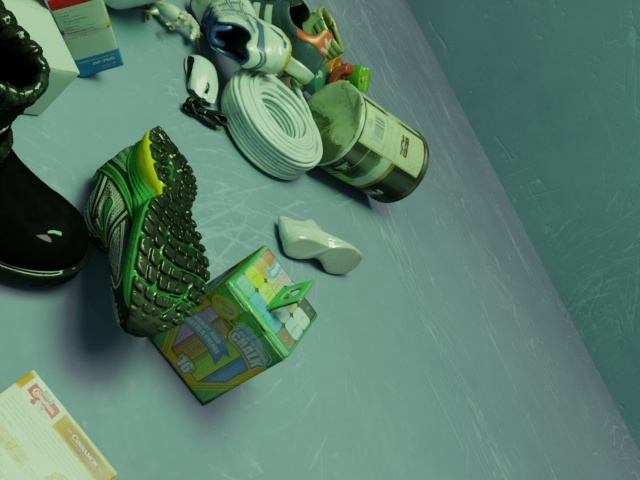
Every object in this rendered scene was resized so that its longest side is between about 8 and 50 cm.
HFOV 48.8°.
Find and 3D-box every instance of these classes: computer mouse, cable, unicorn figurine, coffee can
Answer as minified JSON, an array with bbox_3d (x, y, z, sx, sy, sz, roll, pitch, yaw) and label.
[{"bbox_3d":[-0.232,-0.310,1.403,0.106,0.042,0.193,26,40,-42],"label":"computer mouse"},{"bbox_3d":[-0.104,-0.250,1.497,0.257,0.089,0.257,-5,64,-58],"label":"cable"},{"bbox_3d":[-0.297,-0.450,1.425,0.162,0.060,0.111,43,19,-13],"label":"unicorn figurine"},{"bbox_3d":[0.101,-0.227,1.678,0.275,0.201,0.202,24,41,-46],"label":"coffee can"}]

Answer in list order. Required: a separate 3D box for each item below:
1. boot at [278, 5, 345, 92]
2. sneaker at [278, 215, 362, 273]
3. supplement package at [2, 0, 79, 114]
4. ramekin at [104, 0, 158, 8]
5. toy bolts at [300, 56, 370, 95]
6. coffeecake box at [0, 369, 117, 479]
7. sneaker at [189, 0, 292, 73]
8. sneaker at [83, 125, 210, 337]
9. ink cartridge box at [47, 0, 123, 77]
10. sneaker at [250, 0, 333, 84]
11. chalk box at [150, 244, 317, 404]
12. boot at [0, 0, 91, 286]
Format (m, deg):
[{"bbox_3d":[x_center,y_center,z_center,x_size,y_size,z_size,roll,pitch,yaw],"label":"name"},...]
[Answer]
[{"bbox_3d":[-0.074,-0.506,1.692,0.262,0.203,0.095,61,27,7],"label":"boot"},{"bbox_3d":[0.000,0.000,1.417,0.212,0.080,0.094,24,30,-44],"label":"sneaker"},{"bbox_3d":[-0.435,-0.279,0.974,0.105,0.105,0.179,-7,66,-61],"label":"supplement package"},{"bbox_3d":[-0.358,-0.555,1.268,0.277,0.135,0.278,-17,90,-85],"label":"ramekin"},{"bbox_3d":[0.015,-0.379,1.834,0.228,0.158,0.219,-10,109,-71],"label":"toy bolts"},{"bbox_3d":[-0.306,0.235,0.668,0.142,0.068,0.185,53,28,-5],"label":"coffeecake box"},{"bbox_3d":[-0.193,-0.452,1.477,0.296,0.112,0.131,39,32,28],"label":"sneaker"},{"bbox_3d":[-0.242,-0.001,0.945,0.134,0.146,0.344,51,16,-40],"label":"sneaker"},{"bbox_3d":[-0.373,-0.376,1.069,0.231,0.077,0.134,99,-30,-67],"label":"ink cartridge box"},{"bbox_3d":[-0.115,-0.509,1.603,0.350,0.148,0.131,41,9,12],"label":"sneaker"},{"bbox_3d":[-0.103,0.105,0.977,0.132,0.213,0.132,53,27,-6],"label":"chalk box"},{"bbox_3d":[-0.346,-0.101,0.756,0.348,0.260,0.131,35,34,-35],"label":"boot"}]
